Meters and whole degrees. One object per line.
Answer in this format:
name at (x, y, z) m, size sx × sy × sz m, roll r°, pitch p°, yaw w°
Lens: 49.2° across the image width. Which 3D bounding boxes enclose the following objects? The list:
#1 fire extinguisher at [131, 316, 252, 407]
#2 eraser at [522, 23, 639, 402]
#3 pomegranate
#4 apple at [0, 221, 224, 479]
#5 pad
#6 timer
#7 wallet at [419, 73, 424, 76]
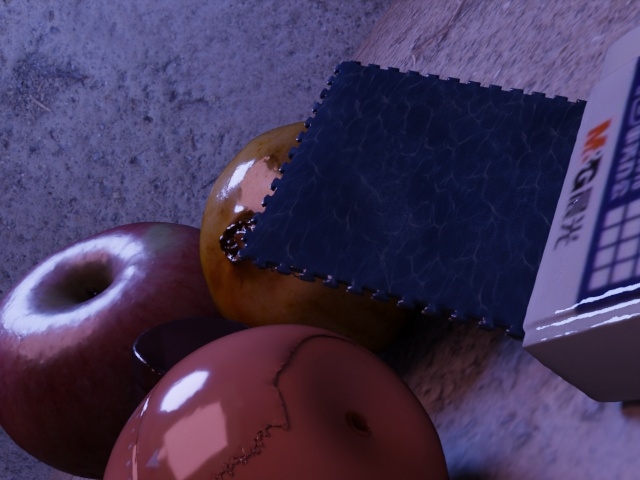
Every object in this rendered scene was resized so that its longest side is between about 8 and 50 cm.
fire extinguisher at (-0.113, 0.252, 0.659) m, size 0.135 × 0.114 × 0.337 m, roll -54°, pitch -35°, yaw -69°
eraser at (0.222, -0.044, 0.435) m, size 0.124 × 0.081 × 0.279 m, roll -35°, pitch 25°, yaw 57°
pomegranate at (0.000, 0.000, 0.728) m, size 0.264 × 0.264 × 0.264 m, roll -52°, pitch 14°, yaw 18°
apple at (-0.226, 0.139, 0.872) m, size 0.345 × 0.269 × 0.344 m, roll -16°, pitch 36°, yaw 12°
pad at (0.097, -0.053, 0.601) m, size 0.012 × 0.269 × 0.269 m, roll 82°, pitch -154°, yaw -53°
timer at (-0.032, 0.179, 0.483) m, size 0.215 × 0.230 × 0.229 m, roll -50°, pitch 14°, yaw 27°
wallet at (0.143, -0.202, 1.187) m, size 0.169 × 0.044 × 0.317 m, roll -49°, pitch 16°, yaw 12°
